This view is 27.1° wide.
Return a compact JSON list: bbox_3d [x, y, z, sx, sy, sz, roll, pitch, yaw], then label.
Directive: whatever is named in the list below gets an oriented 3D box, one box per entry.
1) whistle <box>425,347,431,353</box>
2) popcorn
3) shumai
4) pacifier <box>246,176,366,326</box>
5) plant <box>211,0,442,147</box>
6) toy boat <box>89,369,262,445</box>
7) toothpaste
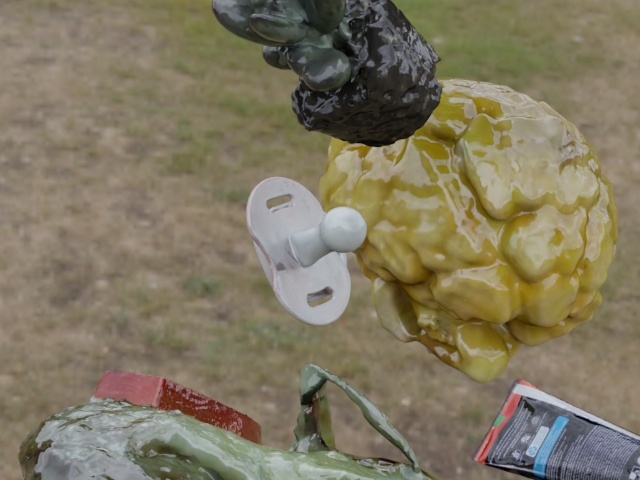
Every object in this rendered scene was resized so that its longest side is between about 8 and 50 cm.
[{"bbox_3d":[0.266,0.075,2.131,0.142,0.346,0.134,-7,57,-35],"label":"whistle"},{"bbox_3d":[0.198,-0.043,1.667,0.344,0.354,0.390,-23,76,-32],"label":"popcorn"},{"bbox_3d":[-0.034,0.283,1.130,0.348,0.395,0.395,-22,29,-11],"label":"shumai"},{"bbox_3d":[0.000,0.000,0.827,0.078,0.099,0.081,-28,-5,43],"label":"pacifier"},{"bbox_3d":[0.007,-0.195,1.363,0.274,0.146,0.149,30,38,-52],"label":"plant"},{"bbox_3d":[-0.179,0.285,1.810,0.145,0.133,0.332,3,-19,32],"label":"toy boat"},{"bbox_3d":[0.194,0.151,0.925,0.193,0.071,0.045,15,-21,46],"label":"toothpaste"}]
